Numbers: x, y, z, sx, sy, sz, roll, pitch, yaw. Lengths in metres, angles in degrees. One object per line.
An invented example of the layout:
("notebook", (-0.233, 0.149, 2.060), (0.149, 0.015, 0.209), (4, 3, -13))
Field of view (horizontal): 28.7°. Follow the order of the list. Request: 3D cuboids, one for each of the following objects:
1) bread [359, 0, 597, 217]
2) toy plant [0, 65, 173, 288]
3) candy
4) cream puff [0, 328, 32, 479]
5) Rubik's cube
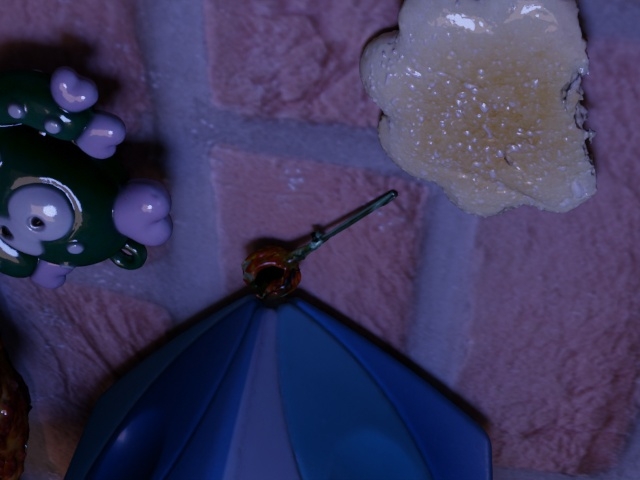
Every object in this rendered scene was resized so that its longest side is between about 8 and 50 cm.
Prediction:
("bread", (0.125, -0.103, 0.988), (0.181, 0.039, 0.251), (-1, 139, 16))
("toy plant", (-0.246, -0.051, 1.091), (0.232, 0.113, 0.243), (-8, 130, 30))
("candy", (0.000, 0.000, 1.148), (0.184, 0.049, 0.055), (-33, 130, 31))
("cream puff", (-0.456, 0.195, 1.283), (0.350, 0.228, 0.351), (13, 119, 23))
("Rubik's cube", (-0.057, 0.306, 1.273), (0.347, 0.352, 0.352), (35, 133, -25))
